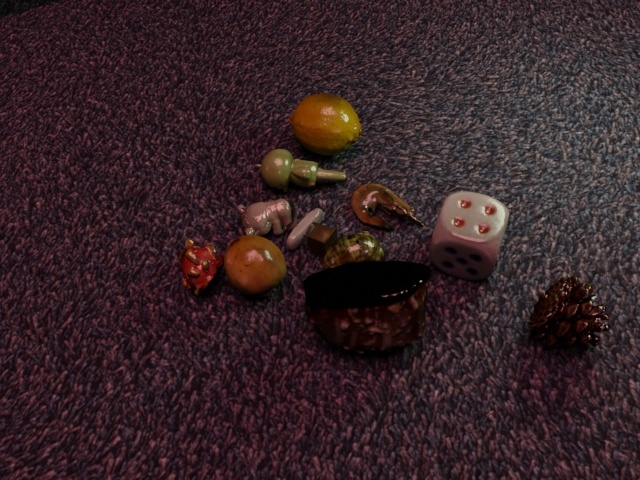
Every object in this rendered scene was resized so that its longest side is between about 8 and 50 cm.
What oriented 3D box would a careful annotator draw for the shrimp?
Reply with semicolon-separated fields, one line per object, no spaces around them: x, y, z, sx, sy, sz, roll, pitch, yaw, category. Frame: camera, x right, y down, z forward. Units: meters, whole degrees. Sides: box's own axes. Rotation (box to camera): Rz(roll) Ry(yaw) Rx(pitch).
0.197;-0.095;1.897;0.145;0.059;0.254;-36;59;-17;shrimp

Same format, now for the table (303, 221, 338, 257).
0.000;0.000;1.829;0.082;0.083;0.070;20;55;26;table

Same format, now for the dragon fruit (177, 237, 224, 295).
-0.357;0.067;1.779;0.133;0.150;0.207;-45;52;12;dragon fruit

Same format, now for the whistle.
-0.072;-0.211;1.979;0.294;0.141;0.141;20;56;-3;whistle

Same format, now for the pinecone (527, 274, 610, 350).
0.653;0.198;1.572;0.208;0.207;0.207;-2;54;3;pinecone

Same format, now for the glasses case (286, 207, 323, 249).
-0.048;-0.036;1.868;0.041;0.063;0.164;31;62;21;glasses case

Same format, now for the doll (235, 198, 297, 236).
-0.169;-0.070;1.885;0.192;0.095;0.149;-18;57;-12;doll

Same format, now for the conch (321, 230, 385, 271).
0.094;0.042;1.755;0.187;0.124;0.181;-13;5;33;conch

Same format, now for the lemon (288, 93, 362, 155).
0.017;-0.392;2.038;0.260;0.204;0.204;16;57;16;lemon

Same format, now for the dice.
0.428;-0.014;1.738;0.192;0.194;0.193;14;55;16;dice

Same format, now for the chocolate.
0.131;0.189;1.601;0.340;0.210;0.225;-6;24;6;chocolate

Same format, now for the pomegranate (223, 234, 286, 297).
-0.186;0.081;1.731;0.196;0.196;0.196;-2;54;3;pomegranate
